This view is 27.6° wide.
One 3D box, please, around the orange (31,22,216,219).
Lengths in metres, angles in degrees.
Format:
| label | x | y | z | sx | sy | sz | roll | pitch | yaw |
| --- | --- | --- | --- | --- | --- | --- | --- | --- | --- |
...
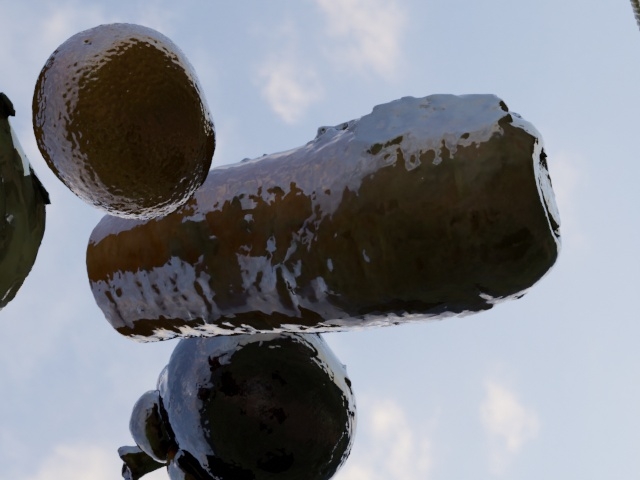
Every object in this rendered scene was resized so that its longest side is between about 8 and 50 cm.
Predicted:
| label | x | y | z | sx | sy | sz | roll | pitch | yaw |
| --- | --- | --- | --- | --- | --- | --- | --- | --- | --- |
| orange | -0.080 | -0.049 | 0.546 | 0.085 | 0.085 | 0.085 | -13 | -71 | -44 |

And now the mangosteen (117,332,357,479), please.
| label | x | y | z | sx | sy | sz | roll | pitch | yaw |
| --- | --- | --- | --- | --- | --- | --- | --- | --- | --- |
| mangosteen | -0.089 | 0.176 | 1.277 | 0.250 | 0.211 | 0.211 | -28 | -50 | 11 |

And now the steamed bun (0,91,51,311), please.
| label | x | y | z | sx | sy | sz | roll | pitch | yaw |
| --- | --- | --- | --- | --- | --- | --- | --- | --- | --- |
| steamed bun | -0.305 | -0.054 | 0.757 | 0.207 | 0.280 | 0.268 | -30 | -74 | -19 |

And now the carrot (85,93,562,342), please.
| label | x | y | z | sx | sy | sz | roll | pitch | yaw |
| --- | --- | --- | --- | --- | --- | --- | --- | --- | --- |
| carrot | 0.000 | 0.000 | 0.817 | 0.138 | 0.301 | 0.139 | 42 | -140 | -48 |

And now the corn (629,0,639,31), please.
| label | x | y | z | sx | sy | sz | roll | pitch | yaw |
| --- | --- | --- | --- | --- | --- | --- | --- | --- | --- |
| corn | 0.224 | -0.186 | 0.845 | 0.085 | 0.063 | 0.165 | -71 | -39 | -59 |
